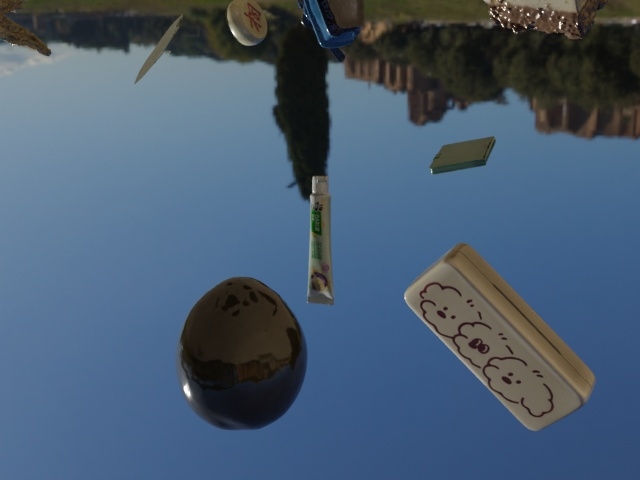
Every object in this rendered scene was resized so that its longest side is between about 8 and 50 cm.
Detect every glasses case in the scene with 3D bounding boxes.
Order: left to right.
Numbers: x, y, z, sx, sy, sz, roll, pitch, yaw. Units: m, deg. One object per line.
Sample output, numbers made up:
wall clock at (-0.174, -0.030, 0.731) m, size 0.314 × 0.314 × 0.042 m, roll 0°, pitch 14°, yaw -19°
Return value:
glasses case at (0.305, 0.166, 1.437) m, size 0.336 × 0.144 × 0.076 m, roll 45°, pitch -139°, yaw 2°

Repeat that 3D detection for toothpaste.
toothpaste at (0.000, 0.000, 2.044) m, size 0.056 × 0.314 × 0.058 m, roll -1°, pitch -175°, yaw -13°

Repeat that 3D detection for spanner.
spanner at (0.010, -0.572, 2.362) m, size 0.012 × 0.046 × 0.208 m, roll 38°, pitch 177°, yaw 45°

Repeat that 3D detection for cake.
cake at (0.520, -0.651, 1.894) m, size 0.255 × 0.290 × 0.282 m, roll 19°, pitch -125°, yaw 32°

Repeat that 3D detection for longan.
longan at (-0.126, 0.181, 1.364) m, size 0.248 × 0.248 × 0.248 m, roll -1°, pitch -164°, yaw 0°

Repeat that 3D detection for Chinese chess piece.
Chinese chess piece at (-0.186, -0.555, 2.122) m, size 0.051 × 0.122 × 0.122 m, roll -15°, pitch -173°, yaw 29°

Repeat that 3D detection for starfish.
starfish at (-0.570, -0.408, 1.409) m, size 0.060 × 0.299 × 0.302 m, roll -37°, pitch 162°, yaw 5°

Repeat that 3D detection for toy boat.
toy boat at (0.002, -0.400, 1.253) m, size 0.100 × 0.223 × 0.097 m, roll -18°, pitch -172°, yaw -33°

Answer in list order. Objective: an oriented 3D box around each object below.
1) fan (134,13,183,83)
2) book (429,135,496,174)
fan at (-0.322, -0.386, 1.711) m, size 0.010 × 0.182 × 0.310 m, roll 34°, pitch -176°, yaw -22°
book at (0.249, -0.149, 1.473) m, size 0.103 × 0.017 × 0.135 m, roll -8°, pitch -160°, yaw 22°
